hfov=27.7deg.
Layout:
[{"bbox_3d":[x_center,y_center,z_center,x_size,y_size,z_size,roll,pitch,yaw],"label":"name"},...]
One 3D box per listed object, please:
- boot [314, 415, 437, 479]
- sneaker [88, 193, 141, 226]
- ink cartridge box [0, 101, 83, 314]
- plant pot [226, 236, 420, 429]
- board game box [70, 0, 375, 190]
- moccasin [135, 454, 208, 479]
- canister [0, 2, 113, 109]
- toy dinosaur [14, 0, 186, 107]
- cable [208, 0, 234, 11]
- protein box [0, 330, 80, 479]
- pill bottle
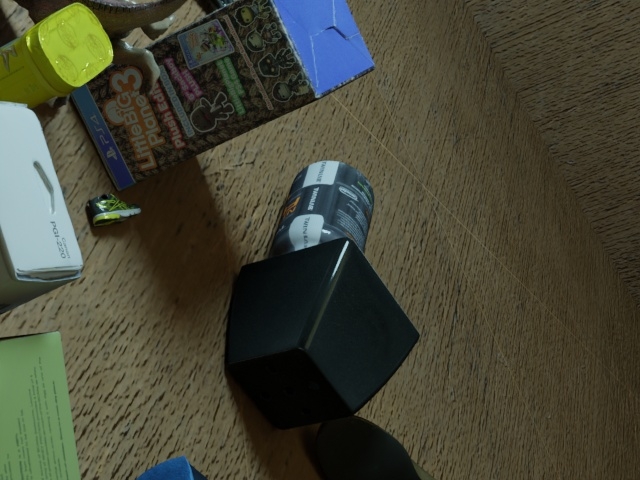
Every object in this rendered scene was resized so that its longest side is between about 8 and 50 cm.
[{"bbox_3d":[0.084,0.325,1.816,0.305,0.112,0.115,44,3,-33],"label":"boot"},{"bbox_3d":[-0.240,-0.040,1.515,0.083,0.031,0.035,-16,83,-65],"label":"sneaker"},{"bbox_3d":[-0.324,-0.004,1.088,0.092,0.218,0.159,-2,70,-64],"label":"ink cartridge box"},{"bbox_3d":[-0.014,0.134,1.666,0.187,0.188,0.167,55,40,-26],"label":"plant pot"},{"bbox_3d":[-0.115,-0.201,1.593,0.141,0.291,0.232,65,25,-7],"label":"board game box"},{"bbox_3d":[-0.132,0.364,1.262,0.117,0.137,0.342,56,27,-33],"label":"moccasin"},{"bbox_3d":[-0.310,-0.164,1.313,0.073,0.170,0.126,60,26,-16],"label":"canister"},{"bbox_3d":[-0.276,-0.254,1.409,0.200,0.295,0.127,42,64,-40],"label":"toy dinosaur"},{"bbox_3d":[-0.167,-0.369,1.956,0.139,0.072,0.287,-87,161,-74],"label":"cable"},{"bbox_3d":[-0.305,0.185,1.019,0.201,0.136,0.200,-6,87,-65],"label":"protein box"},{"bbox_3d":[0.000,0.000,1.848,0.130,0.130,0.246,55,26,-24],"label":"pill bottle"}]
